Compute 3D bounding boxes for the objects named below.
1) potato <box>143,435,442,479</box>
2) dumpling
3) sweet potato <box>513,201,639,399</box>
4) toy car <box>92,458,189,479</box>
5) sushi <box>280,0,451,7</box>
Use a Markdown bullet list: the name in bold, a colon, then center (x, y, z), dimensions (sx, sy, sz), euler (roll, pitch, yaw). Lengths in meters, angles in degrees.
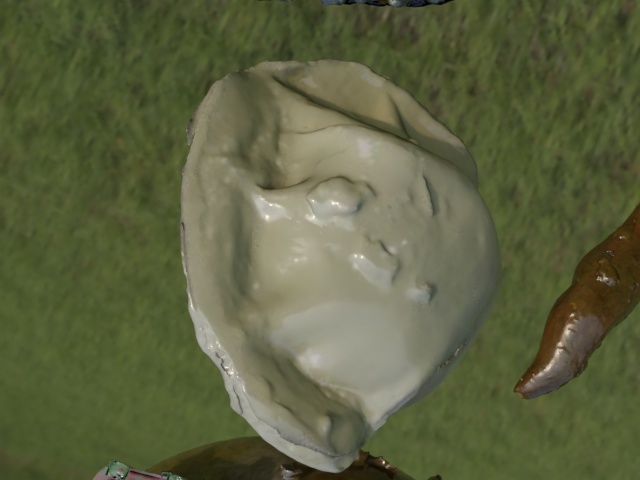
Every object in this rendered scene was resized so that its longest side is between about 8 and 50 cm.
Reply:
- **potato**: center (-0.060, 0.360, 1.271), dimensions (0.442, 0.385, 0.319), euler (-15, 134, 17)
- **dumpling**: center (0.000, 0.000, 1.153), dimensions (0.315, 0.395, 0.233), euler (42, 140, -17)
- **sweet potato**: center (0.254, 0.027, 1.164), dimensions (0.067, 0.274, 0.067), euler (35, 168, 9)
- **toy car**: center (-0.148, 0.228, 1.134), dimensions (0.142, 0.069, 0.055), euler (2, 154, 47)
- **sushi**: center (-0.012, -0.198, 0.767), dimensions (0.225, 0.126, 0.136), euler (1, 174, 26)
